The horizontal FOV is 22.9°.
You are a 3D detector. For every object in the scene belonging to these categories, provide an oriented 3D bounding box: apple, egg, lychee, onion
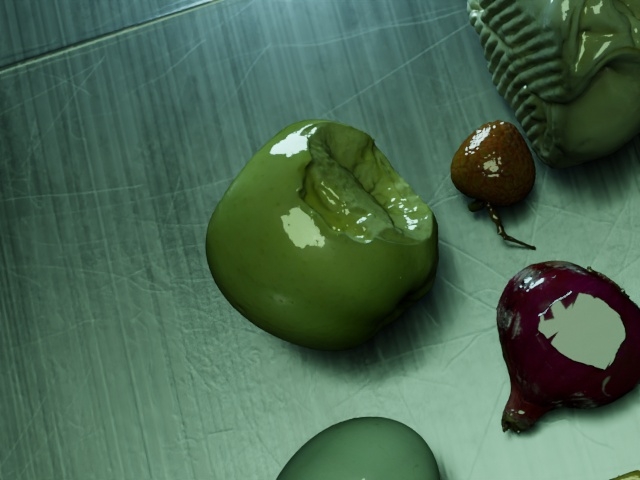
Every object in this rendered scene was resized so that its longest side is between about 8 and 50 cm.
[{"bbox_3d":[0.000,0.000,1.875,0.279,0.279,0.279,-4,72,11],"label":"apple"},{"bbox_3d":[0.025,0.320,1.806,0.183,0.183,0.264,41,91,20],"label":"egg"},{"bbox_3d":[0.214,-0.076,1.929,0.114,0.101,0.140,7,73,11],"label":"lychee"},{"bbox_3d":[0.274,0.133,1.843,0.195,0.140,0.218,38,87,13],"label":"onion"}]

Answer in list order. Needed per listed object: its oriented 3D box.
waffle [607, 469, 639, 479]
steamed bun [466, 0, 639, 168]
[{"bbox_3d":[0.301,0.348,1.821,0.191,0.032,0.125,-23,72,7],"label":"waffle"},{"bbox_3d":[0.312,-0.272,1.877,0.219,0.310,0.324,-20,57,-7],"label":"steamed bun"}]
